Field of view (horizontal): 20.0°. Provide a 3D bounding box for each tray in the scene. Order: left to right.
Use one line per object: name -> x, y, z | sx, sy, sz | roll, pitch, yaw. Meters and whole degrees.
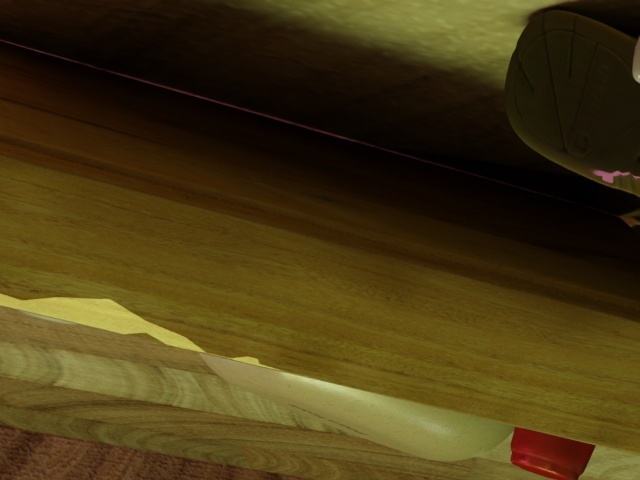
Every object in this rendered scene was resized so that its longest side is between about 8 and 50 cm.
tray -> 0.000, 0.000, 0.900 | 0.411, 0.076, 0.203 | 15, -164, -19

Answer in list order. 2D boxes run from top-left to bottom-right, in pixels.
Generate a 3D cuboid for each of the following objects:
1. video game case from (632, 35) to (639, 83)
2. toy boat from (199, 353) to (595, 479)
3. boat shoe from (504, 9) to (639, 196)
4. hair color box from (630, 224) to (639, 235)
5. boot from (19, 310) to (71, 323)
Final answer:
video game case -> 0.178, -0.028, 0.432 | 0.157, 0.019, 0.143 | 23, 162, -24
toy boat -> 0.080, 0.063, 1.195 | 0.267, 0.148, 0.318 | 27, 167, -37
boat shoe -> 0.165, -0.033, 0.706 | 0.073, 0.080, 0.223 | -3, -153, -37
hair color box -> 0.349, 0.093, 1.121 | 0.185, 0.113, 0.374 | 0, 164, 37
boot -> -0.172, 0.022, 1.294 | 0.244, 0.088, 0.176 | 10, 170, 39
